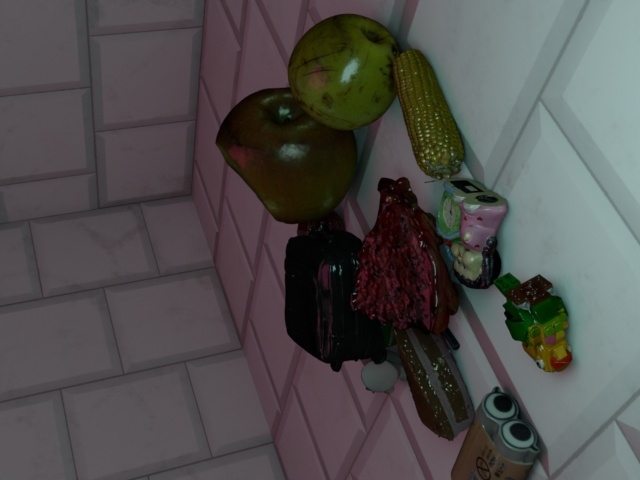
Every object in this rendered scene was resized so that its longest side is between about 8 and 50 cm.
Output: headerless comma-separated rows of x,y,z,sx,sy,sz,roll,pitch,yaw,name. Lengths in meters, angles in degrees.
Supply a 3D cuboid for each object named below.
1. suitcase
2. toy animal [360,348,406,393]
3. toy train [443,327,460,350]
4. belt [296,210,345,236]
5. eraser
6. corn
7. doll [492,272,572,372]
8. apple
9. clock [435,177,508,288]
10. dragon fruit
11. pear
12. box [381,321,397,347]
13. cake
0.028,0.137,2.139,0.345,0.188,0.340,-156,63,-69,suitcase
0.169,0.335,2.265,0.221,0.130,0.104,-83,19,-73,toy animal
0.301,0.223,1.936,0.083,0.017,0.017,-120,21,-44,toy train
0.000,0.000,2.494,0.124,0.128,0.201,-169,74,-70,belt
0.368,0.470,1.776,0.291,0.087,0.171,98,151,-44,eraser
0.226,-0.272,1.772,0.106,0.106,0.305,118,140,-60,corn
0.395,0.152,1.507,0.186,0.106,0.134,64,166,-5,doll
-0.091,-0.228,2.268,0.374,0.383,0.374,8,-90,-80,apple
0.306,-0.013,1.688,0.194,0.100,0.196,-131,38,-62,clock
0.241,0.029,1.847,0.286,0.228,0.329,13,100,51,dragon fruit
0.060,-0.402,1.948,0.283,0.283,0.284,170,90,-71,pear
0.152,0.151,2.191,0.180,0.103,0.250,-121,27,-45,box
0.258,0.314,1.925,0.295,0.115,0.113,70,159,6,cake
